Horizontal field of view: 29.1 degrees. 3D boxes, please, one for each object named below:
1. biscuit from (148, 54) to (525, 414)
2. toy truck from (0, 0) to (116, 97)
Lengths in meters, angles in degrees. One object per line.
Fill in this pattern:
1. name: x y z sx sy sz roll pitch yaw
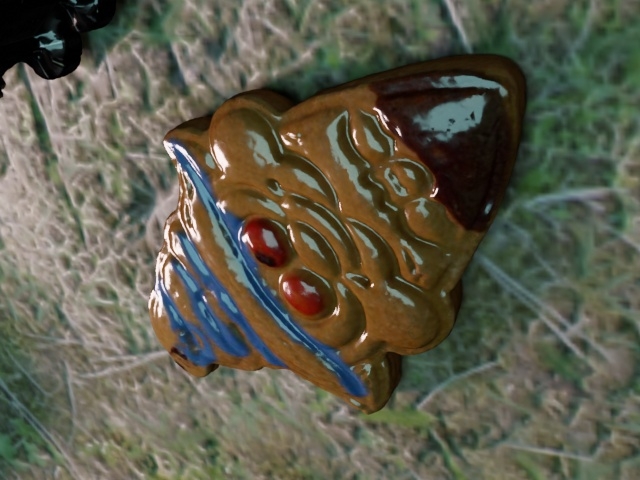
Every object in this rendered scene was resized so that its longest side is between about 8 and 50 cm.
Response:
1. biscuit: 0.000 0.000 0.620 0.183 0.043 0.280 47 133 -7
2. toy truck: -0.155 -0.154 0.575 0.242 0.101 0.125 -39 83 42
